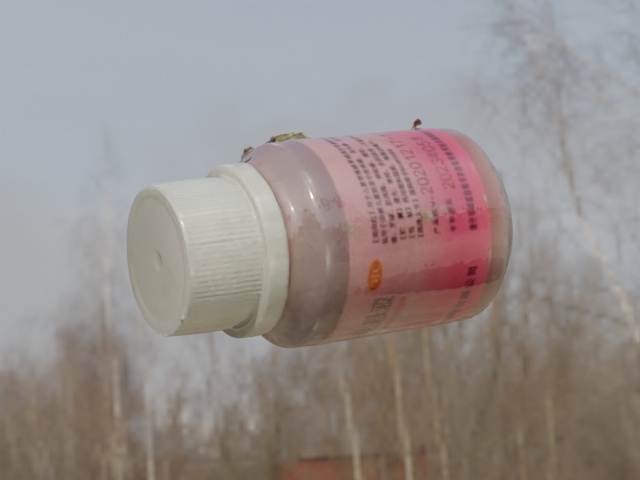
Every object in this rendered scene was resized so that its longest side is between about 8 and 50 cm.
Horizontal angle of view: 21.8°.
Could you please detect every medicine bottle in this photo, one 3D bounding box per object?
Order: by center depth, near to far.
[{"bbox_3d":[0.000,0.000,1.125,0.247,0.147,0.147,-8,-6,-29],"label":"medicine bottle"}]

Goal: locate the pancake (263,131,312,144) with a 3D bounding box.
[{"bbox_3d":[-0.021,-0.037,1.325,0.108,0.108,0.017,-6,-21,13],"label":"pancake"}]
